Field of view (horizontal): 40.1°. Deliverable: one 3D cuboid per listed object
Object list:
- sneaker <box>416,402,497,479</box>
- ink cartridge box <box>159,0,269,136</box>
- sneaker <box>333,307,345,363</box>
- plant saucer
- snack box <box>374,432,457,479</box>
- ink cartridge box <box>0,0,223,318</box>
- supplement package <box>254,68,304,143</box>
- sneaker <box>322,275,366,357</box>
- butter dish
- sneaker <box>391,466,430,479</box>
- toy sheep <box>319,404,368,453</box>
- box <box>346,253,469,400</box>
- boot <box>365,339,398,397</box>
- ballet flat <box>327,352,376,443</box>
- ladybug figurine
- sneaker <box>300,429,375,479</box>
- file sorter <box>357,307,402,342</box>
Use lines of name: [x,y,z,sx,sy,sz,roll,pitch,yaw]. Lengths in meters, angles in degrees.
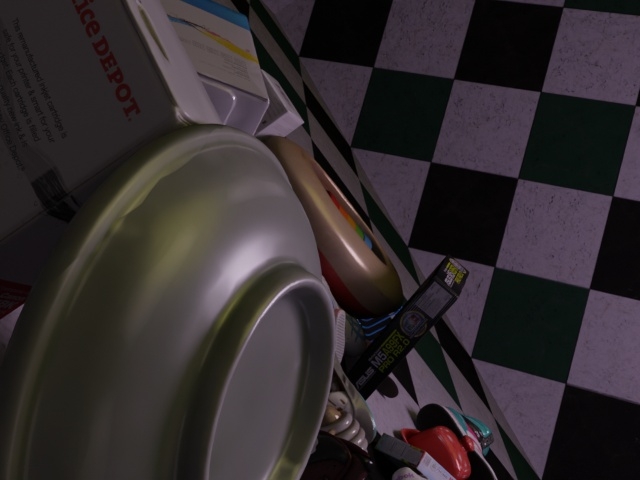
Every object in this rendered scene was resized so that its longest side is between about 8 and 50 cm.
sneaker: [0.332,0.493,1.920,0.178,0.124,0.295,19,38,-57]
ink cartridge box: [-0.206,-0.193,1.139,0.197,0.198,0.270,19,29,-24]
sneaker: [0.003,0.172,1.527,0.051,0.070,0.134,-42,141,-55]
plant saucer: [-0.075,0.117,0.662,0.400,0.100,0.400,13,90,-68]
snack box: [0.172,0.401,1.565,0.100,0.037,0.141,16,-24,45]
ink cartridge box: [-0.232,-0.087,0.722,0.197,0.273,0.114,62,13,20]
supplement package: [-0.142,-0.224,1.672,0.105,0.179,0.105,57,11,11]
sneaker: [0.009,0.149,1.611,0.237,0.085,0.086,54,39,-37]
butter dish: [0.251,0.427,1.744,0.160,0.118,0.160,63,13,22]
sneaker: [0.217,0.477,1.484,0.305,0.114,0.152,47,14,-42]
toy sheep: [0.027,0.296,1.263,0.091,0.091,0.132,-68,139,-76]
box: [0.167,0.161,1.665,0.060,0.270,0.216,41,18,5]
boot: [0.121,0.266,1.839,0.106,0.037,0.114,51,9,-18]
ballet flat: [0.015,0.242,1.433,0.068,0.072,0.213,-3,56,-45]
ladybug figurine: [0.000,0.000,1.702,0.449,0.162,0.305,50,10,-26]
sneaker: [0.000,0.304,0.925,0.106,0.162,0.281,42,19,-53]
file sorter: [0.117,0.137,1.957,0.104,0.118,0.170,57,11,-15]
